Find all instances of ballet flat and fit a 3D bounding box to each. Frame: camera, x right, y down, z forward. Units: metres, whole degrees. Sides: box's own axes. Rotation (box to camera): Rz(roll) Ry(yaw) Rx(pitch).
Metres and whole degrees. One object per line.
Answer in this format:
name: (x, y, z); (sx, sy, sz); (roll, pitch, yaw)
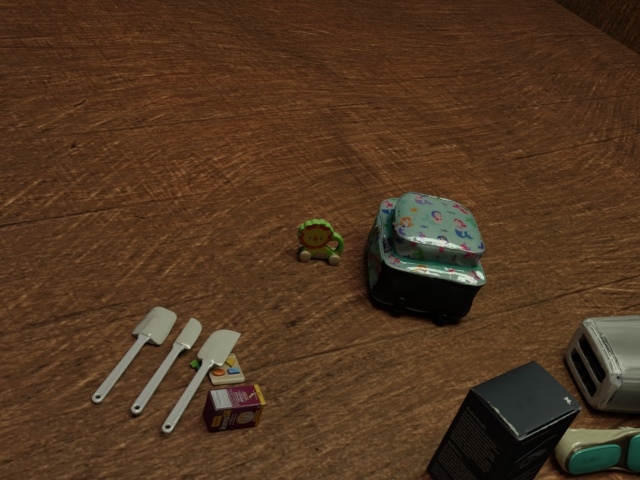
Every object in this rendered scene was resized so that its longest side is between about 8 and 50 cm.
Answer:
ballet flat: (0.513, 0.356, 1.472); (0.249, 0.086, 0.086); (5, 38, -18)

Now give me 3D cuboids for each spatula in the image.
spatula: (-0.252, 0.202, 1.364); (0.168, 0.019, 0.242); (20, 39, 8)

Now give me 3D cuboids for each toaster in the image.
toaster: (0.570, 0.241, 1.607); (0.147, 0.129, 0.227); (4, 40, -15)

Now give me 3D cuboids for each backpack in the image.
backpack: (0.207, 0.014, 1.702); (0.225, 0.191, 0.253); (11, 31, -10)

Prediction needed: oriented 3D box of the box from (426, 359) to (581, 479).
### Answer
box: (0.281, 0.307, 1.309); (0.153, 0.207, 0.108); (-13, 46, -37)

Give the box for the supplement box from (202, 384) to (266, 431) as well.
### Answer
supplement box: (-0.134, 0.260, 1.313); (0.083, 0.055, 0.043); (-2, 41, -26)

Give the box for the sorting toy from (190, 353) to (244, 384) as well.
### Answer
sorting toy: (-0.172, 0.212, 1.397); (0.083, 0.012, 0.062); (-1, 40, -26)

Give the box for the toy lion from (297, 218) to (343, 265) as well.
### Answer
toy lion: (0.000, 0.000, 1.689); (0.100, 0.096, 0.034); (8, 37, -16)
